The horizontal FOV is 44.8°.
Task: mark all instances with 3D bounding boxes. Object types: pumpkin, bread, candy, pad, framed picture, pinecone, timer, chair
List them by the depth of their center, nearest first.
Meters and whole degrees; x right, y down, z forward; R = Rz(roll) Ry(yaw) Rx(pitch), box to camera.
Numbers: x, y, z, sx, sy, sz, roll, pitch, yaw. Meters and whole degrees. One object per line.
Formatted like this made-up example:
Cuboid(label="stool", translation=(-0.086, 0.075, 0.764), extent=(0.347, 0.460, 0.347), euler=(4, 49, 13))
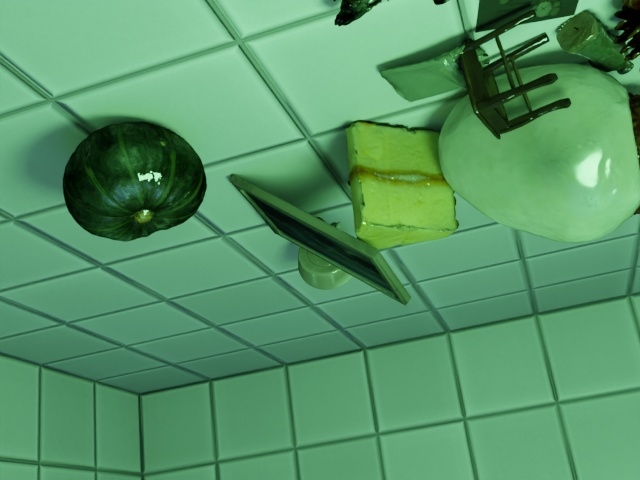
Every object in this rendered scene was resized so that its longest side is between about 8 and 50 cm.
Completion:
Cuboid(label="pinecone", translation=(0.639, -0.376, 1.407), extent=(0.207, 0.208, 0.208), euler=(-7, 158, -3))
Cuboid(label="pad", translation=(0.382, -0.435, 1.420), extent=(0.190, 0.004, 0.127), euler=(-9, 158, 4))
Cuboid(label="chair", translation=(0.294, -0.295, 1.505), extent=(0.319, 0.186, 0.160), euler=(-21, 160, 24))
Cuboid(label="candy", translation=(0.453, -0.176, 1.626), extent=(0.427, 0.386, 0.186), euler=(9, -153, 25))
Cuboid(label="pumpkin", translation=(-0.395, -0.127, 1.658), extent=(0.300, 0.207, 0.300), euler=(-16, 149, -9))
Cuboid(label="bread", translation=(0.184, -0.136, 1.739), extent=(0.236, 0.263, 0.198), euler=(-7, 163, 7))
Cuboid(label="framed picture", translation=(0.000, 0.000, 1.921), extent=(0.446, 0.028, 0.326), euler=(28, 169, 29))
Cuboid(label="timer", translation=(0.002, 0.004, 2.190), extent=(0.175, 0.175, 0.266), euler=(-9, 148, 4))

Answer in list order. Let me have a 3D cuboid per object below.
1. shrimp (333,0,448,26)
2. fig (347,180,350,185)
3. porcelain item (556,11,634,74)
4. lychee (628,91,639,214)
Cuboid(label="shrimp", translation=(0.188, -0.441, 1.269), extent=(0.365, 0.071, 0.233), euler=(-31, 154, 34))
Cuboid(label="fig", translation=(0.188, -0.130, 2.004), extent=(0.236, 0.124, 0.124), euler=(20, 154, -4))
Cuboid(label="porcelain item", translation=(0.561, -0.377, 1.533), extent=(0.215, 0.069, 0.081), euler=(14, 138, -40))
Cuboid(label="lychee", translation=(0.665, -0.188, 1.761), extent=(0.275, 0.276, 0.304), euler=(3, 131, -25))
